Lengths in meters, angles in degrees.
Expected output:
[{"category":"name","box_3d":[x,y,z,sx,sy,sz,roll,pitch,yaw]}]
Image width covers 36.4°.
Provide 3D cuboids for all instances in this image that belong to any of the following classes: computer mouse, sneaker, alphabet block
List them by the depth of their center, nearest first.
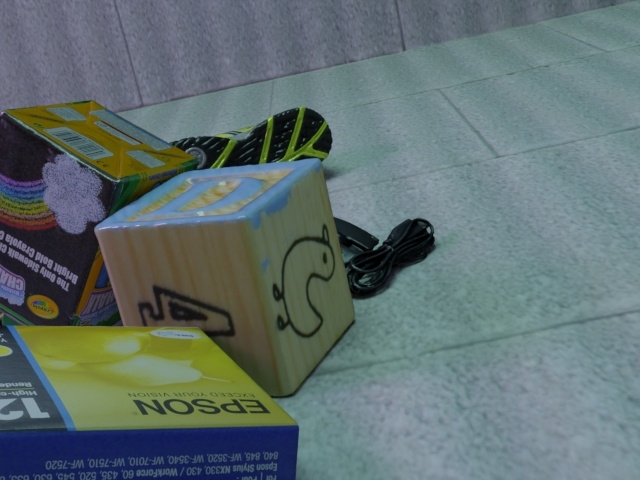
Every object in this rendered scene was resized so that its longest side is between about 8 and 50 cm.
[{"category":"alphabet block","box_3d":[-0.097,0.038,1.058,0.193,0.197,0.192,-3,22,28]},{"category":"computer mouse","box_3d":[0.000,0.000,1.301,0.272,0.072,0.188,2,24,37]},{"category":"sneaker","box_3d":[-0.167,-0.118,1.709,0.385,0.145,0.147,-17,-2,-20]}]

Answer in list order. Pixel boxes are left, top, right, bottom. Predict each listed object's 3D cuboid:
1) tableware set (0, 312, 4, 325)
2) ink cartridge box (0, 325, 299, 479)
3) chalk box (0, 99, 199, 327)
[{"category":"tableware set","box_3d":[-0.511,0.118,1.339,0.194,0.039,0.128,-13,18,-1]},{"category":"ink cartridge box","box_3d":[-0.182,0.146,0.784,0.304,0.072,0.307,5,11,-32]},{"category":"chalk box","box_3d":[-0.303,0.000,1.179,0.180,0.289,0.179,30,22,14]}]
